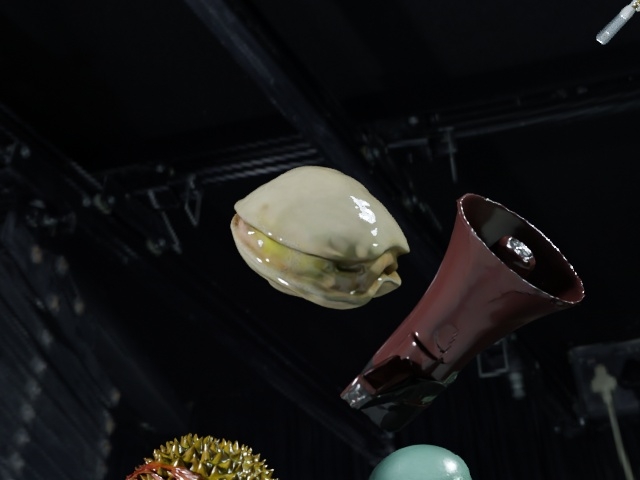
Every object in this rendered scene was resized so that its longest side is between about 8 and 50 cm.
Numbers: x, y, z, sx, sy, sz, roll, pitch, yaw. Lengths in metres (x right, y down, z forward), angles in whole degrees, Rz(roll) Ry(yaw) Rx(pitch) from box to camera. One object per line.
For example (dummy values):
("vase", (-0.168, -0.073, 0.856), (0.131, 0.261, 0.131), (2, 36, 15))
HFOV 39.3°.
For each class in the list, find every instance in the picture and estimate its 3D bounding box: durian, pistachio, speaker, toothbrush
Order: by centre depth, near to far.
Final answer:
("speaker", (0.162, 0.133, 1.137), (0.198, 0.259, 0.329), (34, -71, -7))
("toothbrush", (0.508, -0.373, 1.503), (0.025, 0.342, 0.030), (39, -83, 4))
("durian", (-0.230, 0.545, 1.706), (0.348, 0.384, 0.347), (1, -71, 3))
("pistachio", (0.000, 0.000, 1.783), (0.365, 0.445, 0.281), (18, -77, -5))

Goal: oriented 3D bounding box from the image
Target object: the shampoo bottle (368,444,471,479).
("shampoo bottle", (0.169, 0.440, 1.195), (0.151, 0.349, 0.222), (-24, 8, -19))
